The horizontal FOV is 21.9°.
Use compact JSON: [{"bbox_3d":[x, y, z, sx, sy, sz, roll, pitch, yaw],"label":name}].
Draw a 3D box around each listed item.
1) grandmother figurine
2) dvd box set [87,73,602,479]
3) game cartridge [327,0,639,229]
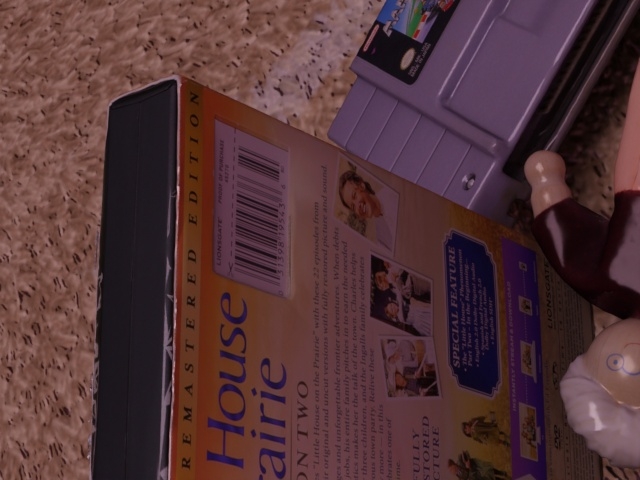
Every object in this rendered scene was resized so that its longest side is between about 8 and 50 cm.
[{"bbox_3d":[0.228,-0.020,1.075,0.208,0.104,0.342,8,79,33],"label":"grandmother figurine"},{"bbox_3d":[0.037,0.111,0.988,0.062,0.420,0.307,-16,66,37],"label":"dvd box set"},{"bbox_3d":[0.144,-0.192,1.215,0.230,0.068,0.355,37,101,53],"label":"game cartridge"}]
